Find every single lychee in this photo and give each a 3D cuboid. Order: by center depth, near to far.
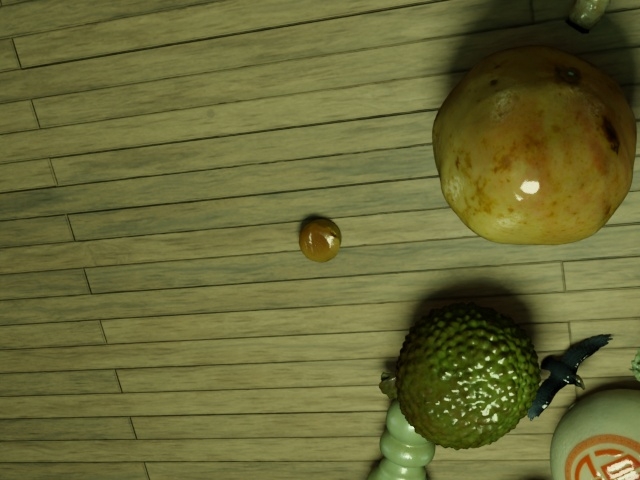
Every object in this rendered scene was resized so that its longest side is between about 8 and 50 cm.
[{"bbox_3d":[0.262,0.252,1.733,0.270,0.270,0.320,26,153,5],"label":"lychee"}]

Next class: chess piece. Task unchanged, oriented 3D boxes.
[{"bbox_3d":[0.172,0.434,1.915,0.144,0.144,0.251,12,111,12],"label":"chess piece"}]

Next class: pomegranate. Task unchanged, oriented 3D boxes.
[{"bbox_3d":[0.346,-0.135,1.519,0.342,0.342,0.342,6,115,14],"label":"pomegranate"}]

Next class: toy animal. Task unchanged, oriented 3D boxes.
[{"bbox_3d":[0.457,0.250,1.758,0.220,0.108,0.062,-44,94,-3],"label":"toy animal"}]

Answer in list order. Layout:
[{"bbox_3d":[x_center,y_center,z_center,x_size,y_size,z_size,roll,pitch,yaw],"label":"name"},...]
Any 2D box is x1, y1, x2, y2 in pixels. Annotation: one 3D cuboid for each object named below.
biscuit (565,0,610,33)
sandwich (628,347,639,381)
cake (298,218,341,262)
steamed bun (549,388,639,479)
[{"bbox_3d":[0.456,-0.430,1.482,0.055,0.061,0.219,52,126,43],"label":"biscuit"},{"bbox_3d":[0.697,0.232,1.585,0.325,0.262,0.131,21,116,8],"label":"sandwich"},{"bbox_3d":[0.000,0.000,1.820,0.084,0.044,0.084,8,116,16],"label":"cake"},{"bbox_3d":[0.555,0.418,1.723,0.283,0.177,0.283,5,101,29],"label":"steamed bun"}]
